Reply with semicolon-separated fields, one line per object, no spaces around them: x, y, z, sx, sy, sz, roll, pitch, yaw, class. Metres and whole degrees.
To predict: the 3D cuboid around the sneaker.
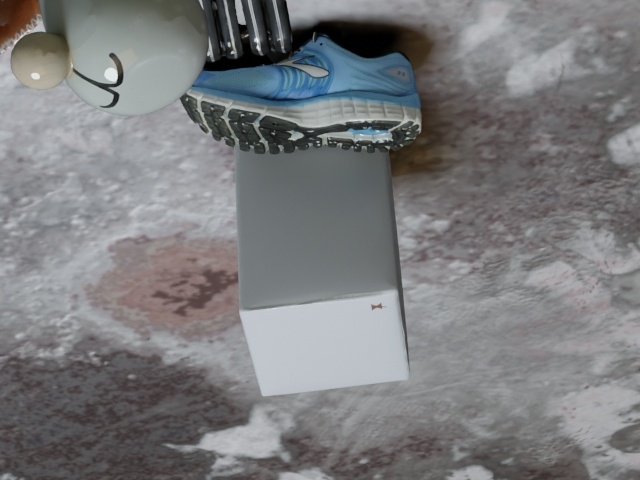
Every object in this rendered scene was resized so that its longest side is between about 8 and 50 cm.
-0.014;-0.100;1.125;0.162;0.073;0.063;3;158;2;sneaker

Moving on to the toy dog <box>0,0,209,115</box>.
-0.209;-0.176;0.821;0.161;0.334;0.220;-26;127;-31;toy dog

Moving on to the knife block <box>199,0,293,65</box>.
-0.071;-0.231;0.955;0.088;0.242;0.275;-7;97;2;knife block

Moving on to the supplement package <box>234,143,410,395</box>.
0.000;0.000;1.159;0.105;0.179;0.105;-6;141;3;supplement package
